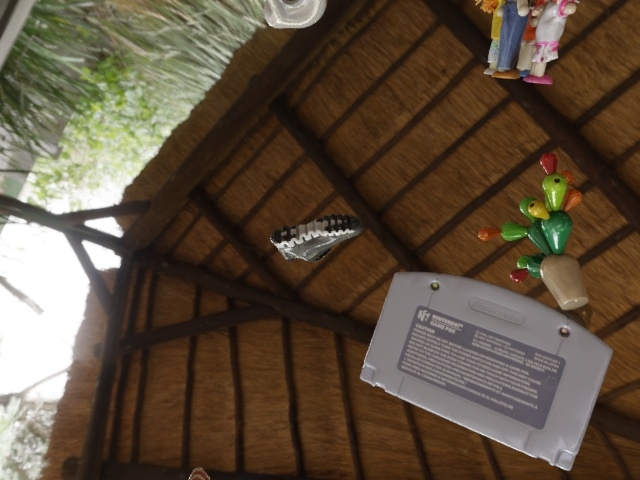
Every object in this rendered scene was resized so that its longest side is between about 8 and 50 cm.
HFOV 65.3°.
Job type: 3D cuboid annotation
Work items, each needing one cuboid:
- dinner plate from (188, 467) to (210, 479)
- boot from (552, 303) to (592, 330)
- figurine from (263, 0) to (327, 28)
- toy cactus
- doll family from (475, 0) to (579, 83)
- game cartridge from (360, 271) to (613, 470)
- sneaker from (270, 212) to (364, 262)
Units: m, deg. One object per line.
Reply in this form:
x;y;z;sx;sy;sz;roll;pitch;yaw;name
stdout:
-0.126;0.317;0.529;0.017;0.141;0.141;-14;-137;-4;dinner plate
0.421;0.236;0.970;0.112;0.115;0.305;44;-51;26;boot
0.028;-0.368;0.605;0.215;0.092;0.209;-16;-136;22;figurine
0.303;0.007;0.681;0.219;0.112;0.180;93;-9;-53;toy cactus
0.276;-0.317;0.704;0.263;0.118;0.163;-55;152;-65;doll family
0.220;0.157;0.688;0.294;0.060;0.196;20;-86;20;game cartridge
0.000;0.000;1.258;0.234;0.106;0.078;-12;-142;9;sneaker
